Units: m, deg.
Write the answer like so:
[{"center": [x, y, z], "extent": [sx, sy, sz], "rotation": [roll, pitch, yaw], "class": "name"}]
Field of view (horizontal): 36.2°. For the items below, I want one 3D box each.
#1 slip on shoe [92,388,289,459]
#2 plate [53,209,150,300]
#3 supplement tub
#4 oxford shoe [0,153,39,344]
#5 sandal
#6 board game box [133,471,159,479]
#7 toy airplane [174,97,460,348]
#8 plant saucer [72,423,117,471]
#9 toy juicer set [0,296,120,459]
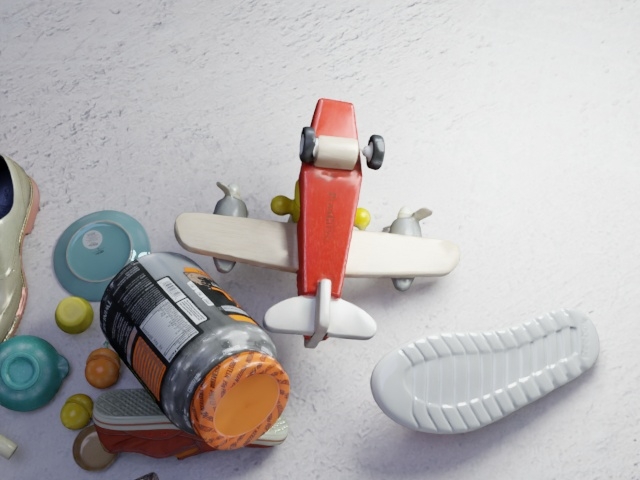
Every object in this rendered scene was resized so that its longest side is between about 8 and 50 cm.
[{"center": [-0.220, 0.319, 1.667], "extent": [0.331, 0.101, 0.123], "rotation": [3, 27, -6], "class": "slip on shoe"}, {"center": [-0.415, 0.024, 1.849], "extent": [0.188, 0.024, 0.188], "rotation": [-2, 67, 4], "class": "plate"}, {"center": [-0.207, 0.178, 1.607], "extent": [0.207, 0.207, 0.338], "rotation": [-39, 46, -12], "class": "supplement tub"}, {"center": [-0.618, 0.028, 1.796], "extent": [0.140, 0.146, 0.397], "rotation": [-1, 67, 1], "class": "oxford shoe"}, {"center": [0.280, 0.227, 1.667], "extent": [0.416, 0.102, 0.169], "rotation": [-11, 80, -14], "class": "sandal"}, {"center": [-0.351, 0.518, 1.465], "extent": [0.291, 0.141, 0.232], "rotation": [-19, 78, -38], "class": "board game box"}, {"center": [0.000, 0.000, 1.712], "extent": [0.384, 0.272, 0.386], "rotation": [-40, 97, -8], "class": "toy airplane"}, {"center": [-0.389, 0.361, 1.701], "extent": [0.083, 0.015, 0.083], "rotation": [-2, 65, 4], "class": "plant saucer"}, {"center": [-0.503, 0.264, 1.727], "extent": [0.329, 0.089, 0.209], "rotation": [-36, 86, -15], "class": "toy juicer set"}]
